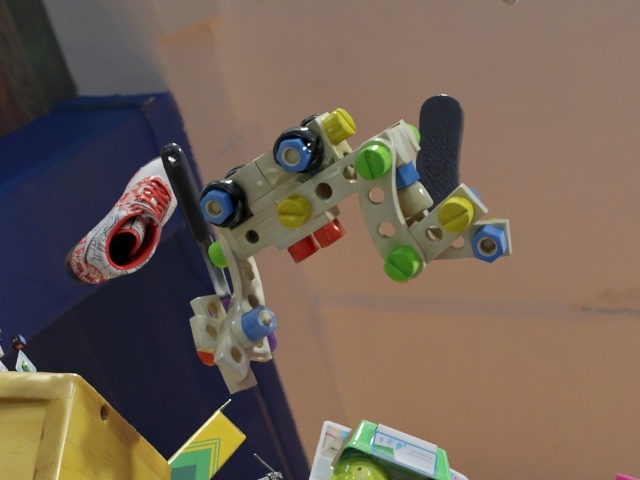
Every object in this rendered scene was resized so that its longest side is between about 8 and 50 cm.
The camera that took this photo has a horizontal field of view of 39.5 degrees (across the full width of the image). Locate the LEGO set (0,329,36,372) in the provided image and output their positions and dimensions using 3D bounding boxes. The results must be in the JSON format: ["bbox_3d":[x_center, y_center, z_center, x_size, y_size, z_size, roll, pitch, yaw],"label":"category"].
[{"bbox_3d":[-0.566,0.197,1.538,0.060,0.244,0.182,-31,-67,-1],"label":"LEGO set"}]

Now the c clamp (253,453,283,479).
[{"bbox_3d":[-0.095,0.407,1.439,0.137,0.161,0.022,28,-76,23],"label":"c clamp"}]

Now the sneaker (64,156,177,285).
[{"bbox_3d":[-0.271,-0.039,1.382,0.145,0.270,0.090,-12,-56,51],"label":"sneaker"}]

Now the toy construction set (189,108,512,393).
[{"bbox_3d":[0.000,0.000,0.872,0.328,0.151,0.215,-32,-85,13],"label":"toy construction set"}]

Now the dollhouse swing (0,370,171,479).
[{"bbox_3d":[-0.347,0.335,0.824,0.305,0.346,0.315,-11,-40,12],"label":"dollhouse swing"}]

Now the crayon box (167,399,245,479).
[{"bbox_3d":[-0.264,0.447,1.661,0.081,0.318,0.202,43,-61,3],"label":"crayon box"}]

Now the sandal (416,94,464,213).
[{"bbox_3d":[0.188,-0.107,1.448,0.097,0.054,0.254,14,-93,15],"label":"sandal"}]

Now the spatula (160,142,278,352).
[{"bbox_3d":[-0.139,0.019,1.115,0.084,0.030,0.296,-21,-81,-3],"label":"spatula"}]

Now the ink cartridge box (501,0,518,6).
[{"bbox_3d":[0.246,-0.459,1.262,0.159,0.092,0.218,29,-23,13],"label":"ink cartridge box"}]

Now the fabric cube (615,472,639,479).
[{"bbox_3d":[0.303,0.322,0.532,0.254,0.258,0.259,24,-9,-5],"label":"fabric cube"}]

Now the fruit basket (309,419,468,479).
[{"bbox_3d":[0.128,0.514,1.686,0.327,0.353,0.165,21,-60,0],"label":"fruit basket"}]
